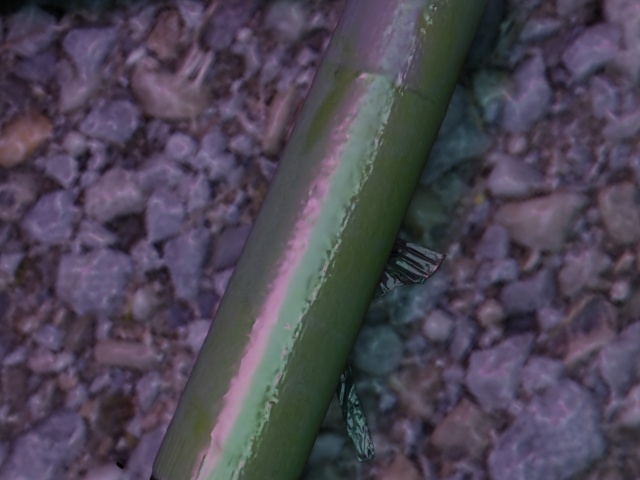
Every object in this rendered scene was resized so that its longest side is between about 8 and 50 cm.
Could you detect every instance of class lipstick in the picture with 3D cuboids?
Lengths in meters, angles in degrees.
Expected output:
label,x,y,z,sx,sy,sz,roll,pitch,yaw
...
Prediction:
label,x,y,z,sx,sy,sz,roll,pitch,yaw
lipstick,0.000,0.000,0.809,0.076,0.076,0.304,21,84,9

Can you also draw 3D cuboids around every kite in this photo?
label,x,y,z,sx,sy,sz,roll,pitch,yaw
kite,0.007,0.041,0.844,0.137,0.005,0.152,-27,81,3
